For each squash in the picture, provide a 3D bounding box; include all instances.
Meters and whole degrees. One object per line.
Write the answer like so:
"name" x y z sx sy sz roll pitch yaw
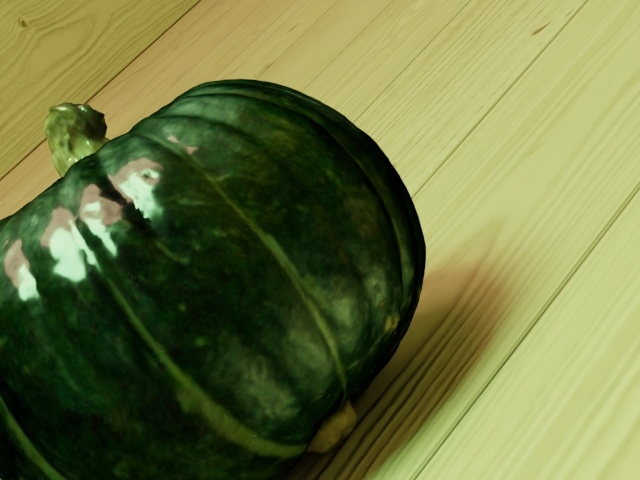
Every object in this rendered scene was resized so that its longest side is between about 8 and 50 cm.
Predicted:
"squash" -0.055 0.025 0.743 0.218 0.172 0.218 -45 -18 -19
